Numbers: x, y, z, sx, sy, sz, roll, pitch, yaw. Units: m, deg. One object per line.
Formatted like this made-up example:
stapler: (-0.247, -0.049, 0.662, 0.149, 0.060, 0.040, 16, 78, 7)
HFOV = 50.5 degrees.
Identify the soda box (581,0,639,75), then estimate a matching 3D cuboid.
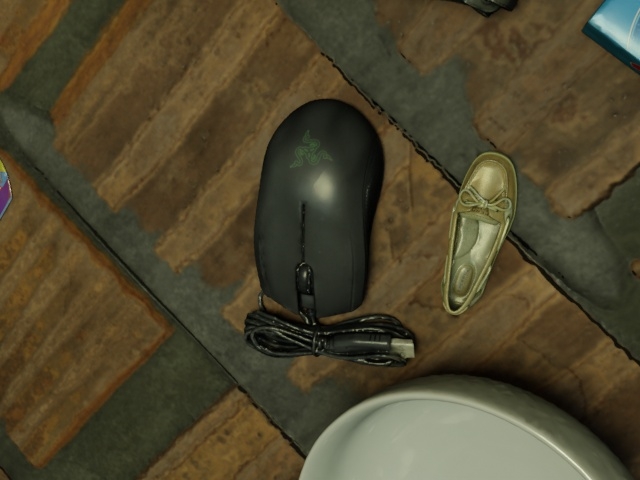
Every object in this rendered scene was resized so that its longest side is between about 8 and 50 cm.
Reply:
soda box: (0.316, -0.135, 0.541, 0.210, 0.071, 0.067, 39, 108, 6)

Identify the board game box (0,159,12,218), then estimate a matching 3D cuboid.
board game box: (-0.447, -0.053, 0.810, 0.133, 0.033, 0.169, 41, 110, 6)

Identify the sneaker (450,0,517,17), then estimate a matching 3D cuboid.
sneaker: (0.188, -0.257, 0.544, 0.295, 0.104, 0.147, 6, 104, 22)

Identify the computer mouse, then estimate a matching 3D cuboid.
computer mouse: (0.000, 0.000, 0.664, 0.188, 0.072, 0.272, 3, 102, 17)

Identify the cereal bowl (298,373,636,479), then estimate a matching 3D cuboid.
cereal bowl: (0.148, 0.277, 0.614, 0.339, 0.141, 0.339, 8, 103, 36)

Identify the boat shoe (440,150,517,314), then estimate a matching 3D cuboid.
boat shoe: (0.145, -0.006, 0.631, 0.056, 0.048, 0.153, 19, 106, 12)
